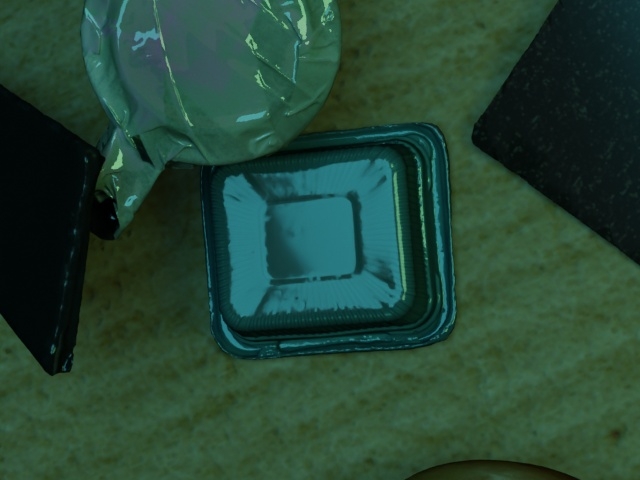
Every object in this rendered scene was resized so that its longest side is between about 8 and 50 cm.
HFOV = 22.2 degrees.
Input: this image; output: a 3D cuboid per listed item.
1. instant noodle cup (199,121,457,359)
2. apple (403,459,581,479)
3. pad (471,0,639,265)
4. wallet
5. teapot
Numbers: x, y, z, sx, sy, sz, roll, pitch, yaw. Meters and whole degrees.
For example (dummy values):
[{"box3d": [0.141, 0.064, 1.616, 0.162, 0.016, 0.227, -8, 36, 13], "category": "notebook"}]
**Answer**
[{"box3d": [0.000, 0.000, 1.111, 0.179, 0.070, 0.157, -5, 86, 12], "category": "instant noodle cup"}, {"box3d": [0.106, 0.227, 1.018, 0.199, 0.199, 0.199, -1, 85, 13], "category": "apple"}, {"box3d": [0.271, -0.137, 1.049, 0.220, 0.004, 0.330, 38, 107, 11], "category": "pad"}, {"box3d": [-0.212, -0.029, 1.084, 0.285, 0.030, 0.146, 33, 119, 55], "category": "wallet"}, {"box3d": [-0.077, -0.111, 1.088, 0.163, 0.178, 0.221, 7, 100, -6], "category": "teapot"}]
